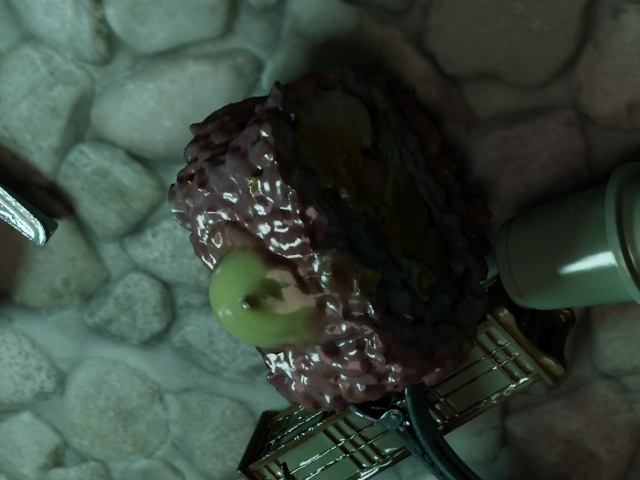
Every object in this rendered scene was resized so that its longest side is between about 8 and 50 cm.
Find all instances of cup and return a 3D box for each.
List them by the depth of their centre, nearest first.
[{"bbox_3d":[0.216,0.005,1.294,0.141,0.120,0.120,-12,119,33],"label":"cup"}]

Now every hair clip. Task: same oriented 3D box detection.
[{"bbox_3d":[0.123,0.193,1.387,0.070,0.039,0.229,-32,114,31],"label":"hair clip"}]

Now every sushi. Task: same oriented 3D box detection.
[{"bbox_3d":[0.000,0.000,1.279,0.171,0.236,0.270,-19,111,38],"label":"sushi"}]

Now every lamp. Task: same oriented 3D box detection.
[{"bbox_3d":[0.071,0.138,1.437,0.325,0.089,0.090,-34,108,31],"label":"lamp"}]

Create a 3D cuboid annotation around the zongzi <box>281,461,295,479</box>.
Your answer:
[{"bbox_3d":[0.070,0.408,1.534,0.418,0.181,0.447,20,127,-15],"label":"zongzi"}]

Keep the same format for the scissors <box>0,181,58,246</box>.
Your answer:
[{"bbox_3d":[-0.343,-0.080,1.445,0.256,0.030,0.125,35,125,-5],"label":"scissors"}]
